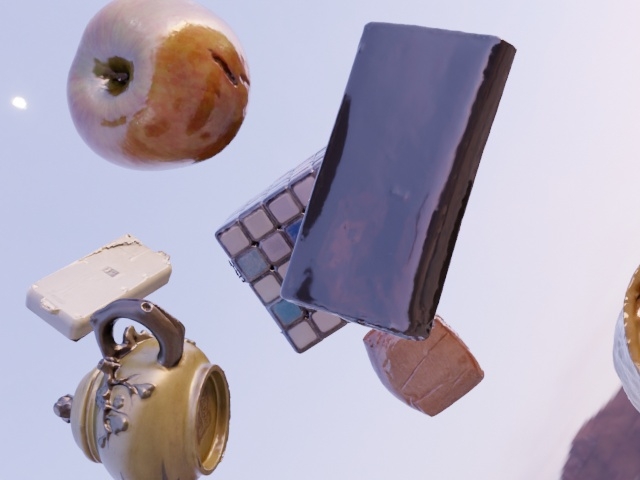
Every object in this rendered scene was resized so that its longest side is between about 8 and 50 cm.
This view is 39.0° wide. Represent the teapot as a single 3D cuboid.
[{"bbox_3d":[-0.203,0.180,0.987,0.173,0.183,0.269,-67,-25,-59],"label":"teapot"}]

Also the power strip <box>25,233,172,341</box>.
[{"bbox_3d":[-0.256,0.050,1.063,0.192,0.081,0.035,-37,-27,-53],"label":"power strip"}]

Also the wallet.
[{"bbox_3d":[0.099,-0.087,1.196,0.062,0.228,0.406,27,-100,-56],"label":"wallet"}]

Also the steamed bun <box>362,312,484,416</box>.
[{"bbox_3d":[0.162,0.190,1.452,0.145,0.175,0.106,-41,-7,8],"label":"steamed bun"}]

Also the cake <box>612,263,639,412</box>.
[{"bbox_3d":[0.587,0.115,1.260,0.332,0.332,0.321,-50,-22,-16],"label":"cake"}]

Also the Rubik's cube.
[{"bbox_3d":[0.000,0.000,1.772,0.293,0.292,0.287,-36,8,8],"label":"Rubik's cube"}]

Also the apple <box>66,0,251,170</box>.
[{"bbox_3d":[-0.224,-0.222,1.302,0.264,0.264,0.264,-43,-28,-30],"label":"apple"}]
